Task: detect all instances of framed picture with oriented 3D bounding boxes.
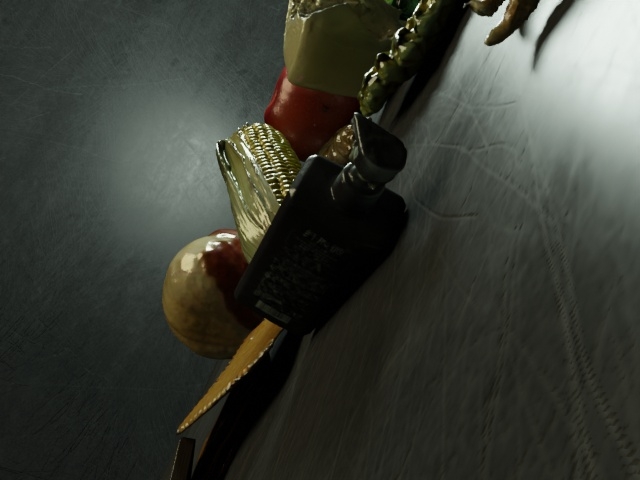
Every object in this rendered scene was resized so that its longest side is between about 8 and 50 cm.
[{"bbox_3d":[-0.196,0.363,0.929,0.168,0.023,0.127,106,174,-46],"label":"framed picture"}]

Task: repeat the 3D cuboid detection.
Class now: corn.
[{"bbox_3d":[-0.074,-0.061,0.984,0.305,0.123,0.122,-112,21,-50],"label":"corn"}]

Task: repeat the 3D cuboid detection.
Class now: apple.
[{"bbox_3d":[-0.014,-0.322,1.671,0.260,0.217,0.260,-156,90,-82],"label":"apple"}]

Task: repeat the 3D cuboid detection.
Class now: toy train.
[{"bbox_3d":[0.123,-0.467,1.336,0.105,0.157,0.253,-63,5,15],"label":"toy train"}]

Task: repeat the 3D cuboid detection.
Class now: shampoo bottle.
[{"bbox_3d":[0.001,0.000,0.637,0.071,0.098,0.309,-62,4,-31],"label":"shampoo bottle"}]

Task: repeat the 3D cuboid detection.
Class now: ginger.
[{"bbox_3d":[0.025,-0.117,1.084,0.166,0.080,0.333,-52,4,-3],"label":"ginger"}]

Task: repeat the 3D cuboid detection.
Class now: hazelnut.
[{"bbox_3d":[-0.174,0.105,1.307,0.261,0.241,0.261,-41,-20,-19],"label":"hazelnut"}]

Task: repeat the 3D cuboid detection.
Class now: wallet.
[{"bbox_3d":[-0.125,0.254,0.974,0.161,0.042,0.195,-89,25,-85],"label":"wallet"}]

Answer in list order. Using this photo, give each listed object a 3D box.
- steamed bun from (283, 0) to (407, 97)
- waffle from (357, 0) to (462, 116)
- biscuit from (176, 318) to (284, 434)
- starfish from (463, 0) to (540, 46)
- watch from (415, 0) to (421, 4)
[{"bbox_3d":[0.055,-0.349,1.154,0.170,0.226,0.199,129,149,-77],"label":"steamed bun"},{"bbox_3d":[0.124,-0.260,0.898,0.204,0.054,0.223,-54,2,-18],"label":"waffle"},{"bbox_3d":[-0.089,0.144,0.926,0.237,0.013,0.232,-44,5,40],"label":"biscuit"},{"bbox_3d":[0.188,-0.293,0.446,0.299,0.060,0.302,-64,6,-27],"label":"starfish"},{"bbox_3d":[0.180,-0.488,1.126,0.152,0.131,0.165,-53,6,7],"label":"watch"}]
